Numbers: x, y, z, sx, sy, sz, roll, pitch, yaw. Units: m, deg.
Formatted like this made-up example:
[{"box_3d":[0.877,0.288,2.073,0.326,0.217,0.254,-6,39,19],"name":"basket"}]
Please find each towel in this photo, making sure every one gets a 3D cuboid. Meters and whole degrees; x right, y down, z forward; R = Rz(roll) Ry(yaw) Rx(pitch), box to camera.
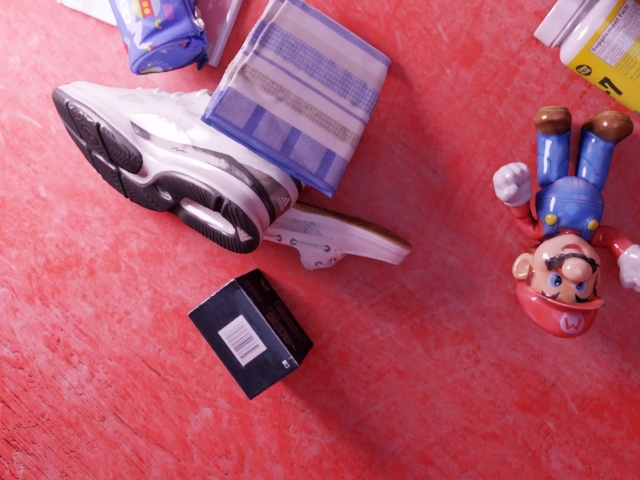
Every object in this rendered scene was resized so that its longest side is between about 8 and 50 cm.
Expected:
[{"box_3d":[-0.024,-0.214,0.939,0.209,0.034,0.285,29,57,-11],"name":"towel"}]

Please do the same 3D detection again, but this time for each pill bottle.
[{"box_3d":[0.413,-0.270,0.929,0.208,0.119,0.119,36,98,5],"name":"pill bottle"}]

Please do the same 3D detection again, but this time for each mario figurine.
[{"box_3d":[0.355,-0.024,0.924,0.198,0.170,0.321,3,86,42],"name":"mario figurine"}]

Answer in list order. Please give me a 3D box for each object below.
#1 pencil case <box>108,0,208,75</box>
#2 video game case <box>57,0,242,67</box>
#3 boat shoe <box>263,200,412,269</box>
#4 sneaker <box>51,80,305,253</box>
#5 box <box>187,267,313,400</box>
[{"box_3d":[-0.262,-0.399,0.991,0.133,0.119,0.306,-18,91,18],"name":"pencil case"},{"box_3d":[-0.258,-0.423,1.063,0.285,0.025,0.204,23,97,6],"name":"video game case"},{"box_3d":[0.000,0.000,1.023,0.277,0.098,0.096,18,97,16],"name":"boat shoe"},{"box_3d":[-0.188,-0.171,1.029,0.447,0.169,0.257,30,60,25],"name":"sneaker"},{"box_3d":[-0.100,0.135,1.010,0.093,0.158,0.156,-37,88,8],"name":"box"}]
